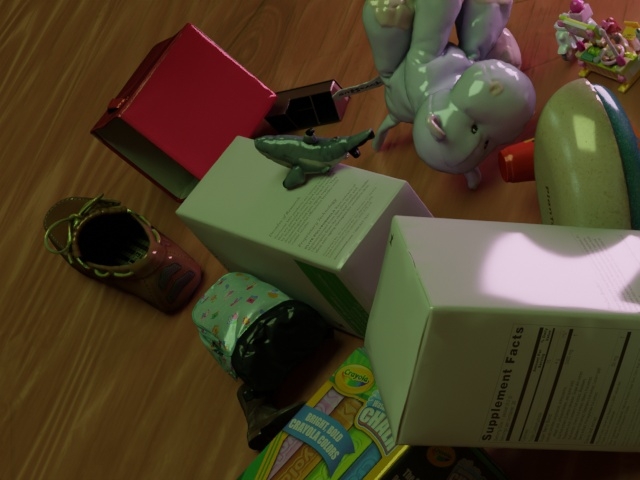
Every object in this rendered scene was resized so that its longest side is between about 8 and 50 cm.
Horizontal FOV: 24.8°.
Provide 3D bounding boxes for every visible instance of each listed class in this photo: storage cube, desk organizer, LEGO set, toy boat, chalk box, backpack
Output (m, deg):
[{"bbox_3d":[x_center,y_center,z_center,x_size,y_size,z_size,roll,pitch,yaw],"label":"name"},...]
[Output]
[{"bbox_3d":[-0.215,-0.197,2.297,0.193,0.215,0.183,-57,16,-17],"label":"storage cube"},{"bbox_3d":[-0.023,-0.210,2.288,0.130,0.047,0.050,-8,51,38],"label":"desk organizer"},{"bbox_3d":[0.417,-0.277,1.900,0.287,0.107,0.132,2,56,44],"label":"LEGO set"},{"bbox_3d":[0.320,-0.076,1.723,0.148,0.267,0.318,-12,18,-6],"label":"toy boat"},{"bbox_3d":[0.081,0.253,1.631,0.289,0.180,0.179,-46,37,-6],"label":"chalk box"},{"bbox_3d":[-0.089,0.117,1.951,0.152,0.115,0.182,-37,27,-16],"label":"backpack"}]

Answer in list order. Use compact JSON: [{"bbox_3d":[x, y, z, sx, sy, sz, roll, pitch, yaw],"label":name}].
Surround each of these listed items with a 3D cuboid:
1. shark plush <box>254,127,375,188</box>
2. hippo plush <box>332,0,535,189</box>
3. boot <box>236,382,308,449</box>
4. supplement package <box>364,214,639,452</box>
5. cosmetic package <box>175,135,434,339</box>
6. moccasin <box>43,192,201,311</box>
[{"bbox_3d":[-0.007,-0.114,1.843,0.161,0.067,0.073,2,50,41],"label":"shark plush"},{"bbox_3d":[0.159,-0.213,1.968,0.294,0.234,0.236,-33,37,13],"label":"hippo plush"},{"bbox_3d":[-0.062,0.210,1.925,0.106,0.037,0.114,-31,34,12],"label":"boot"},{"bbox_3d":[0.214,0.097,1.506,0.293,0.175,0.177,4,31,-13],"label":"supplement package"},{"bbox_3d":[0.000,0.000,1.937,0.365,0.197,0.155,16,63,50],"label":"cosmetic package"},{"bbox_3d":[-0.338,0.002,2.285,0.139,0.147,0.380,-48,37,-7],"label":"moccasin"}]
